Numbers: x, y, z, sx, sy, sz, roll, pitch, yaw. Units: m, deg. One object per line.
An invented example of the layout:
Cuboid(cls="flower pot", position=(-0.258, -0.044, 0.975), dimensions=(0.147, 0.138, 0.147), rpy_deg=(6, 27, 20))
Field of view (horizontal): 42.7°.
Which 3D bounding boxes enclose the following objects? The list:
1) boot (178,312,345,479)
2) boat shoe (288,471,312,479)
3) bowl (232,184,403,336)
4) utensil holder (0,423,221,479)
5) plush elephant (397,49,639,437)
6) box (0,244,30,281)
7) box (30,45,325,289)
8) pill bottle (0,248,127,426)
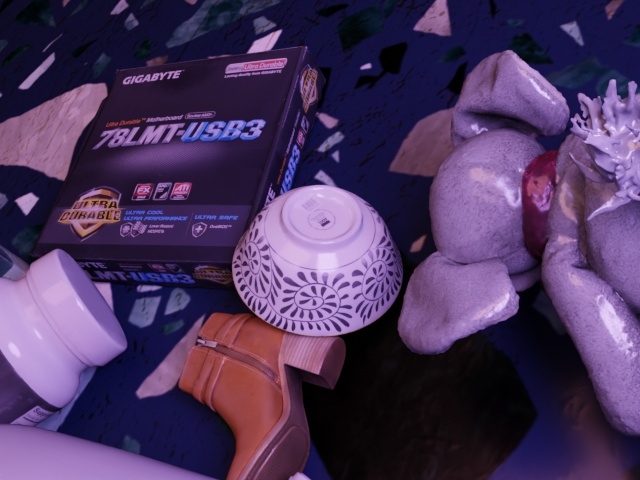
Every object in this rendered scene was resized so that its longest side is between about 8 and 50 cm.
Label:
Cuboid(cls="boot", position=(-0.078, 0.156, 0.771), dimensions=(0.152, 0.073, 0.197), rpy_deg=(9, 52, 30))
Cuboid(cls="boat shoe", position=(0.060, 0.282, 0.592), dimensions=(0.301, 0.108, 0.102), rpy_deg=(23, 72, 39))
Cuboid(cls="bowl", position=(0.000, 0.000, 0.782), dimensions=(0.170, 0.080, 0.170), rpy_deg=(3, 49, -3))
Cuboid(cls="utensil holder", position=(-0.110, 0.290, 0.466), dimensions=(0.385, 0.327, 0.328), rpy_deg=(2, 60, 40))
Cuboid(cls="plush elephant", position=(0.198, -0.007, 0.626), dimensions=(0.255, 0.330, 0.272), rpy_deg=(8, 70, 52))
Cuboid(cls="box", position=(-0.473, 0.056, 0.875), dimensions=(0.232, 0.322, 0.058), rpy_deg=(-45, 53, -5))
Cuboid(cls="box", position=(-0.165, -0.088, 0.976), dimensions=(0.295, 0.073, 0.293), rpy_deg=(1, 61, 27))
Cuboid(cls="pill bottle", position=(-0.357, 0.138, 0.858), dimensions=(0.278, 0.162, 0.162), rpy_deg=(-34, 50, -5))
